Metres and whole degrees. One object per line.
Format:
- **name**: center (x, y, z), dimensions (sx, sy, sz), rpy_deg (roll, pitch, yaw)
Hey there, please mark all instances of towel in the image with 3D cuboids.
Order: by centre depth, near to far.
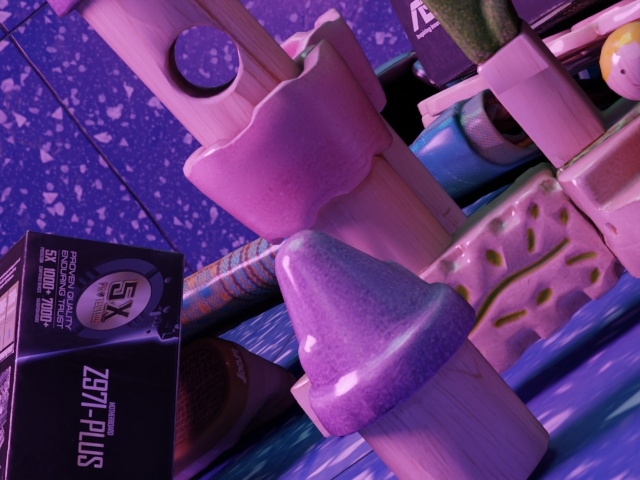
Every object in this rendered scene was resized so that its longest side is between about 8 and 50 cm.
- **towel**: center (0.000, 0.000, 1.089), dimensions (0.370, 0.040, 0.271), rpy_deg (-28, -4, 30)

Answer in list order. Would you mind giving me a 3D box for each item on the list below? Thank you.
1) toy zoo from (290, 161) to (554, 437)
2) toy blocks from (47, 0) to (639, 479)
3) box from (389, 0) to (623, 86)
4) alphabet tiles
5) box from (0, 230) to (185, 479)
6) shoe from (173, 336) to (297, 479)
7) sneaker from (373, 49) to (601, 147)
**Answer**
- **toy zoo**: center (0.132, -0.029, 0.847), dimensions (0.293, 0.030, 0.192), rpy_deg (-36, 3, 29)
- **toy blocks**: center (0.050, -0.114, 0.595), dimensions (0.288, 0.260, 0.309), rpy_deg (-38, 9, 12)
- **box**: center (0.264, -0.232, 1.061), dimensions (0.395, 0.097, 0.318), rpy_deg (-26, 0, -34)
- **alphabet tiles**: center (0.189, -0.128, 1.043), dimensions (0.284, 0.021, 0.278), rpy_deg (-24, -2, 41)
- **box**: center (-0.131, 0.091, 0.909), dimensions (0.078, 0.147, 0.180), rpy_deg (9, -19, -22)
- **shoe**: center (-0.100, 0.118, 1.093), dimensions (0.219, 0.076, 0.058), rpy_deg (-31, -22, 37)
- **sneaker**: center (0.101, -0.087, 1.274), dimensions (0.302, 0.108, 0.121), rpy_deg (-28, 4, -22)
